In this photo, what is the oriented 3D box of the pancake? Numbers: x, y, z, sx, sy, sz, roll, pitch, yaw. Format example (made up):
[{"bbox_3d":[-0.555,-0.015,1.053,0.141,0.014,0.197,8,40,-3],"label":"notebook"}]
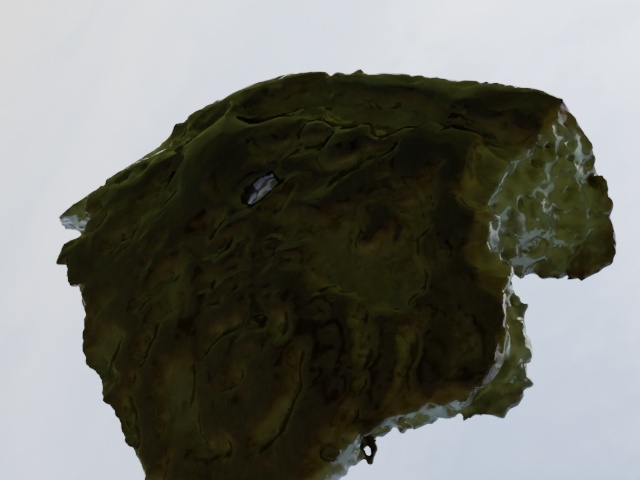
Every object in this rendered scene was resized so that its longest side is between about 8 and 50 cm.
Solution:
[{"bbox_3d":[0.000,0.000,0.542,0.212,0.056,0.257,-38,-135,3],"label":"pancake"}]
